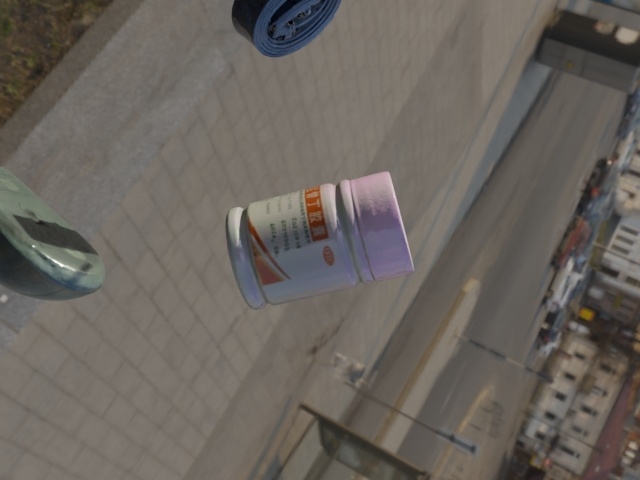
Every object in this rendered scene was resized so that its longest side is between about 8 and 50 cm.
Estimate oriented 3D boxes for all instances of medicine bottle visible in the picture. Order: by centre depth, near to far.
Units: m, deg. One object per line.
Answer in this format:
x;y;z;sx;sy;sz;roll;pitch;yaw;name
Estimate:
0.000;0.000;1.469;0.202;0.316;0.202;-14;90;-85;medicine bottle

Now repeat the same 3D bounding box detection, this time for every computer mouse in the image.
-0.509;-0.017;1.272;0.122;0.371;0.188;-49;163;8;computer mouse

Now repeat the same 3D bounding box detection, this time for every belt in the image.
-0.050;-0.387;1.280;0.190;0.082;0.141;-38;151;-11;belt
